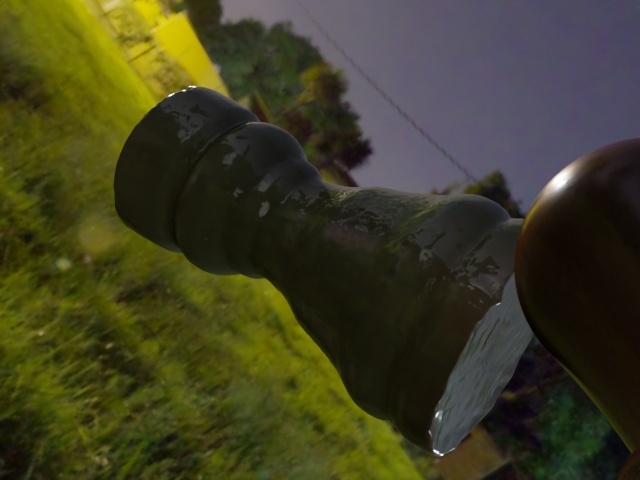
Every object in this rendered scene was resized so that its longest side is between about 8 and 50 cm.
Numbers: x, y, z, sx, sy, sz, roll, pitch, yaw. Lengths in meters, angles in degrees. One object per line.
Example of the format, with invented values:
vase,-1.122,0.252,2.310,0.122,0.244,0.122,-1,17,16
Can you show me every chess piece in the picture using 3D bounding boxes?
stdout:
chess piece,0.000,0.000,0.888,0.442,0.234,0.234,30,-17,27

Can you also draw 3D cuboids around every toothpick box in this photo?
toothpick box,0.201,0.071,0.416,0.192,0.192,0.294,60,12,-30
